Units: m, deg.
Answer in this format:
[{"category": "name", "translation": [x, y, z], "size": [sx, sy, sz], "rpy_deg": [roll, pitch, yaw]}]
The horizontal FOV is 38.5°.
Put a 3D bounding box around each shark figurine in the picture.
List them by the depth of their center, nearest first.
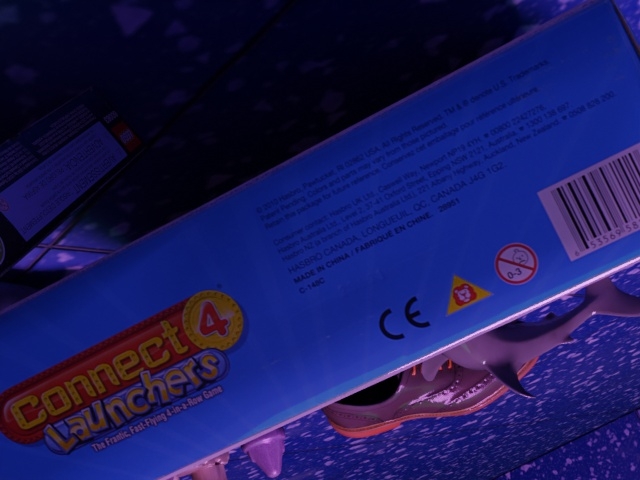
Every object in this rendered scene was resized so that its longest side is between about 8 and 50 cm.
[{"category": "shark figurine", "translation": [0.222, 0.115, 0.983], "size": [0.278, 0.116, 0.166], "rpy_deg": [-4, 128, -24]}]

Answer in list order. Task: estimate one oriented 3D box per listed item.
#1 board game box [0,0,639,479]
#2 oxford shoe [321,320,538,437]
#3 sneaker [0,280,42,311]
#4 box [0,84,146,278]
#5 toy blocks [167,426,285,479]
[{"category": "board game box", "translation": [0.000, 0.000, 0.467], "size": [0.308, 0.086, 0.302], "rpy_deg": [-27, -175, 11]}, {"category": "oxford shoe", "translation": [0.128, 0.156, 1.069], "size": [0.271, 0.097, 0.098], "rpy_deg": [-23, 150, 3]}, {"category": "sneaker", "translation": [-0.217, 0.124, 0.661], "size": [0.163, 0.086, 0.226], "rpy_deg": [2, 127, -46]}, {"category": "box", "translation": [-0.206, 0.027, 0.455], "size": [0.233, 0.044, 0.159], "rpy_deg": [-34, -166, 26]}, {"category": "toy blocks", "translation": [-0.168, 0.339, 0.999], "size": [0.309, 0.260, 0.288], "rpy_deg": [-37, 152, 32]}]
